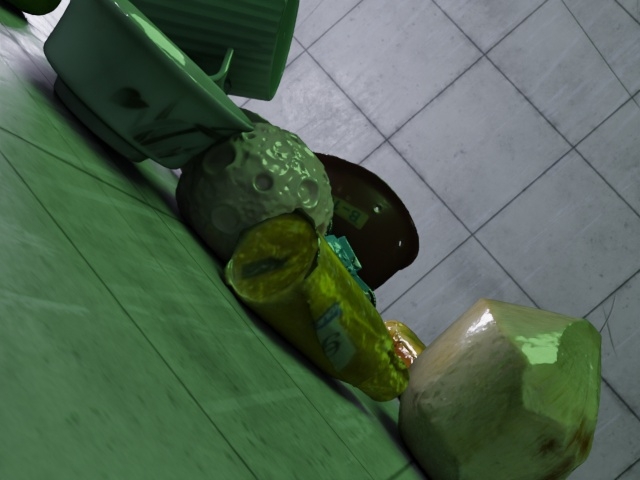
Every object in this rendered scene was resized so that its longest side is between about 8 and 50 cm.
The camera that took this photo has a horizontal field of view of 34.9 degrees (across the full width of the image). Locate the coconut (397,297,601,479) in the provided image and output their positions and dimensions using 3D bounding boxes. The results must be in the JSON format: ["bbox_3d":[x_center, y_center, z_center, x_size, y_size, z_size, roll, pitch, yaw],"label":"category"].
[{"bbox_3d":[0.350,0.291,1.876,0.344,0.415,0.415,50,2,0],"label":"coconut"}]

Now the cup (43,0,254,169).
[{"bbox_3d":[-0.275,-0.228,1.506,0.347,0.163,0.347,43,5,-5],"label":"cup"}]

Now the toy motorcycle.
[{"bbox_3d":[-0.005,0.067,2.008,0.272,0.182,0.123,60,-26,8],"label":"toy motorcycle"}]

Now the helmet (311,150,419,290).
[{"bbox_3d":[0.000,0.000,2.212,0.385,0.230,0.337,33,-30,8],"label":"helmet"}]

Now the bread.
[{"bbox_3d":[0.226,0.321,2.549,0.167,0.132,0.294,40,8,-30],"label":"bread"}]

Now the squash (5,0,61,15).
[{"bbox_3d":[-0.499,-0.441,1.691,0.107,0.107,0.395,49,1,-1],"label":"squash"}]

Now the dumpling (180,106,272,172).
[{"bbox_3d":[-0.177,-0.170,2.037,0.293,0.204,0.163,45,4,-27],"label":"dumpling"}]

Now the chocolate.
[{"bbox_3d":[0.032,0.130,1.618,0.445,0.162,0.162,48,2,-46],"label":"chocolate"}]

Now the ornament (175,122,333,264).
[{"bbox_3d":[-0.100,-0.074,1.661,0.259,0.225,0.259,50,2,-2],"label":"ornament"}]

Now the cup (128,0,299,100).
[{"bbox_3d":[-0.265,-0.396,1.941,0.393,0.400,0.310,14,-10,2],"label":"cup"}]
